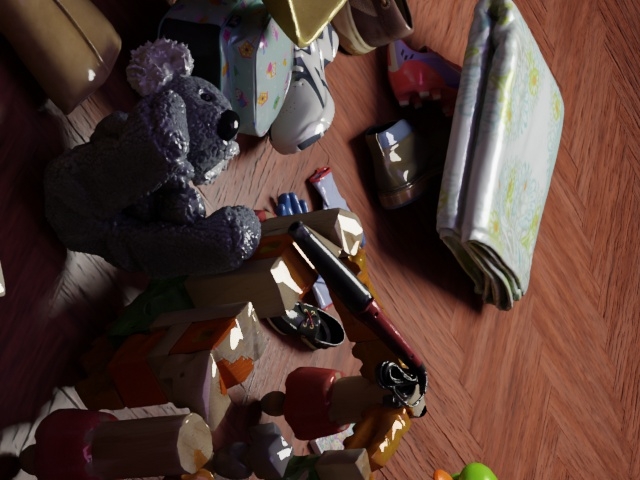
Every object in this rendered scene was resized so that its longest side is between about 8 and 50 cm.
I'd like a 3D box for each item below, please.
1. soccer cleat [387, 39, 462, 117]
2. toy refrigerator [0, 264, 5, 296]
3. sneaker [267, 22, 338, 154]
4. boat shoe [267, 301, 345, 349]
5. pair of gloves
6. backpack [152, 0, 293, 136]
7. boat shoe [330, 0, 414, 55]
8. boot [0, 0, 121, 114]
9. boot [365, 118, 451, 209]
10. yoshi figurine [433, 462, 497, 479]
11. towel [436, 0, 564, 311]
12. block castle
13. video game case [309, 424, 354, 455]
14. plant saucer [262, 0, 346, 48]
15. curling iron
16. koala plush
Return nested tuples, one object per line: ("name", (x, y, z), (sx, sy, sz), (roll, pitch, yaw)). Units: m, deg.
("soccer cleat", (0.176, -0.237, 2.401), (0.248, 0.083, 0.095), (-1, 75, -56))
("toy refrigerator", (-0.388, 0.033, 1.344), (0.269, 0.102, 0.094), (-10, 87, -60))
("sneaker", (-0.051, -0.225, 2.006), (0.153, 0.094, 0.235), (49, 40, -36))
("boat shoe", (-0.019, 0.095, 1.986), (0.133, 0.042, 0.049), (33, 53, -48))
("pair of gloves", (0.000, 0.000, 2.073), (0.198, 0.023, 0.159), (-38, 110, -58))
("backpack", (-0.105, -0.211, 1.852), (0.188, 0.144, 0.166), (-77, 168, -51))
("boat shoe", (0.066, -0.428, 2.245), (0.123, 0.123, 0.342), (12, 69, -57))
("boot", (-0.307, -0.227, 1.591), (0.269, 0.089, 0.236), (56, 37, -34))
("boot", (0.131, -0.136, 2.282), (0.219, 0.082, 0.106), (-47, 121, -52))
("yoshi figurine", (0.197, 0.448, 2.081), (0.362, 0.203, 0.203), (-69, 152, -47))
("towel", (0.262, -0.118, 2.357), (0.320, 0.090, 0.374), (50, 48, -64))
("block castle", (-0.092, 0.183, 1.675), (0.453, 0.213, 0.303), (-53, 127, -50))
("video game case", (0.030, 0.248, 2.036), (0.087, 0.011, 0.122), (65, 33, -19))
("plant saucer", (-0.014, -0.432, 1.783), (0.333, 0.081, 0.333), (-54, 142, -40))
("curling iron", (0.043, 0.077, 1.683), (0.274, 0.035, 0.068), (57, 38, -35))
("koala plush", (-0.158, -0.091, 1.666), (0.196, 0.203, 0.221), (57, 36, -30))
